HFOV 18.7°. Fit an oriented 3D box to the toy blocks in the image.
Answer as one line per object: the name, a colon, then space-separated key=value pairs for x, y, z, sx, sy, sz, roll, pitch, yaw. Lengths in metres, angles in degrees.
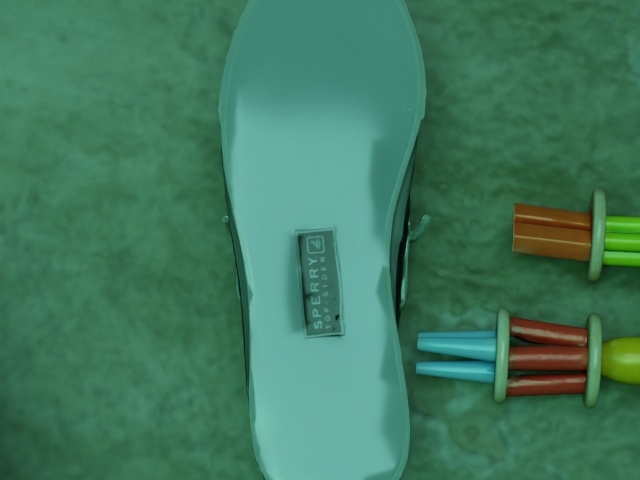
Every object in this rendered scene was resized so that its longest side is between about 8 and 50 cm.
toy blocks: x=0.128 y=0.030 z=1.060 sx=0.148 sy=0.054 sz=0.123 roll=3 pitch=74 yaw=3

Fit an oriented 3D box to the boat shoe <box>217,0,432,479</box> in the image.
boat shoe: x=0.004 y=0.000 z=1.047 sx=0.113 sy=0.105 sz=0.306 roll=-5 pitch=79 yaw=-5
